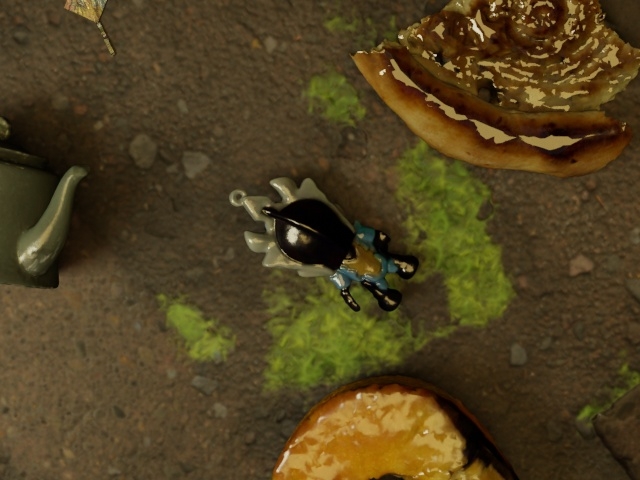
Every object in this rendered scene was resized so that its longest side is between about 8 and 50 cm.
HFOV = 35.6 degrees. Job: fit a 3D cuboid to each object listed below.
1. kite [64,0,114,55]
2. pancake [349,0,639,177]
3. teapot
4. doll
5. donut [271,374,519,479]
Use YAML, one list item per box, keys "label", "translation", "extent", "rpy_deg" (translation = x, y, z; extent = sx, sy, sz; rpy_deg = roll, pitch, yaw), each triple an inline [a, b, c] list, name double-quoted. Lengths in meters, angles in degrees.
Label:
- label: "kite"
  translation: [-0.211, -0.219, 0.955]
  extent: [0.044, 0.002, 0.078]
  rpy_deg: [-44, 96, 5]
- label: "pancake"
  translation: [0.184, -0.142, 0.949]
  extent: [0.257, 0.056, 0.212]
  rpy_deg: [-25, 98, 2]
- label: "teapot"
  translation: [-0.317, -0.043, 0.913]
  extent: [0.239, 0.162, 0.149]
  rpy_deg: [10, 89, 27]
- label: "doll"
  translation: [0.000, 0.000, 0.960]
  extent: [0.195, 0.070, 0.096]
  rpy_deg: [28, 81, -12]
- label: "donut"
  translation: [0.070, 0.253, 0.974]
  extent: [0.253, 0.118, 0.254]
  rpy_deg: [0, 96, 0]
